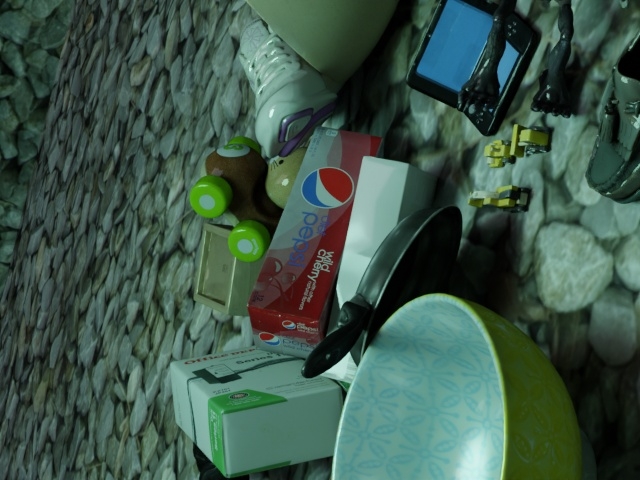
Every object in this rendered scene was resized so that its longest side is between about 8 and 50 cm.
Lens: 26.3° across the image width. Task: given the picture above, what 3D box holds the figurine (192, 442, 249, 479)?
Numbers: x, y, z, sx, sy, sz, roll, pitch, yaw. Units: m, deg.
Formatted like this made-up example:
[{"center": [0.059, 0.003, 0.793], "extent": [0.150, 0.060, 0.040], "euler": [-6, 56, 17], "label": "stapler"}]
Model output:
[{"center": [-0.137, 0.343, 1.704], "extent": [0.209, 0.092, 0.215], "euler": [-92, 16, -82], "label": "figurine"}]

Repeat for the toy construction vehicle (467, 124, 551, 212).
[{"center": [0.183, -0.073, 1.360], "extent": [0.098, 0.035, 0.086], "euler": [2, 81, 65], "label": "toy construction vehicle"}]

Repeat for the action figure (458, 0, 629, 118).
[{"center": [0.214, -0.248, 1.240], "extent": [0.141, 0.164, 0.276], "euler": [-90, 10, -70], "label": "action figure"}]

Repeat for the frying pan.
[{"center": [0.048, 0.084, 1.324], "extent": [0.326, 0.053, 0.197], "euler": [-44, -28, -41], "label": "frying pan"}]

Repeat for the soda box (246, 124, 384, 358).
[{"center": [0.000, 0.000, 1.531], "extent": [0.092, 0.083, 0.263], "euler": [84, -159, -54], "label": "soda box"}]

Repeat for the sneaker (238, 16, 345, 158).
[{"center": [-0.055, -0.192, 1.671], "extent": [0.114, 0.152, 0.305], "euler": [-43, 8, 13], "label": "sneaker"}]

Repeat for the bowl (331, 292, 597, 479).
[{"center": [0.141, 0.200, 1.178], "extent": [0.289, 0.156, 0.289], "euler": [-38, 46, 54], "label": "bowl"}]

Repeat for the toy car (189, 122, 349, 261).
[{"center": [-0.047, -0.088, 1.751], "extent": [0.188, 0.149, 0.155], "euler": [-34, 14, 29], "label": "toy car"}]

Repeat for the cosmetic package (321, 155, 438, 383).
[{"center": [0.063, 0.036, 1.480], "extent": [0.060, 0.099, 0.239], "euler": [11, 88, 26], "label": "cosmetic package"}]

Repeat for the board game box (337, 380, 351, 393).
[{"center": [0.015, 0.076, 1.661], "extent": [0.259, 0.030, 0.136], "euler": [41, 114, 63], "label": "board game box"}]

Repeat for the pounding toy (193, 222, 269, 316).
[{"center": [-0.106, 0.029, 1.886], "extent": [0.141, 0.100, 0.130], "euler": [17, 99, 59], "label": "pounding toy"}]

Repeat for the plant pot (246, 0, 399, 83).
[{"center": [0.002, -0.357, 1.652], "extent": [0.191, 0.284, 0.284], "euler": [-41, 36, 14], "label": "plant pot"}]

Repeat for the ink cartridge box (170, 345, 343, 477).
[{"center": [-0.079, 0.197, 1.639], "extent": [0.208, 0.153, 0.087], "euler": [-155, 58, -64], "label": "ink cartridge box"}]

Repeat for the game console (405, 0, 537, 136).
[{"center": [0.156, -0.188, 1.429], "extent": [0.122, 0.071, 0.107], "euler": [-67, 26, 24], "label": "game console"}]

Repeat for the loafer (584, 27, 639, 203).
[{"center": [0.279, -0.154, 1.133], "extent": [0.267, 0.084, 0.096], "euler": [-64, 28, 27], "label": "loafer"}]
